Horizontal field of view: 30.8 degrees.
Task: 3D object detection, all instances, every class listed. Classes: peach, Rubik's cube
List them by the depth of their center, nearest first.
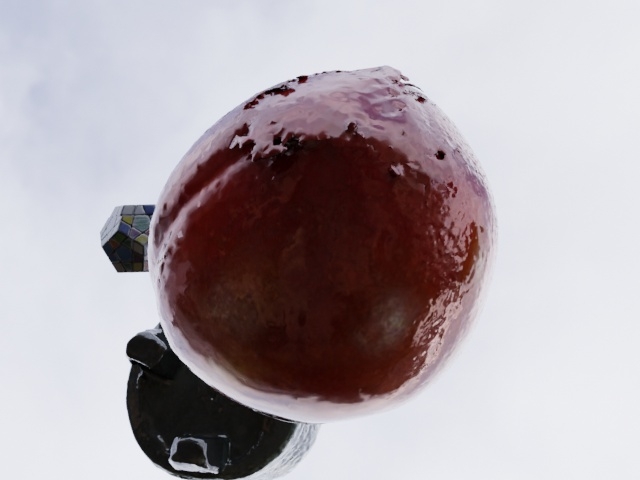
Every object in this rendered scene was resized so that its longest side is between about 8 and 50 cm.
[{"bbox_3d":[0.000,0.000,1.153,0.370,0.370,0.370,8,-69,21],"label":"peach"},{"bbox_3d":[-0.245,-0.002,1.575,0.111,0.111,0.093,0,-89,23],"label":"Rubik's cube"}]

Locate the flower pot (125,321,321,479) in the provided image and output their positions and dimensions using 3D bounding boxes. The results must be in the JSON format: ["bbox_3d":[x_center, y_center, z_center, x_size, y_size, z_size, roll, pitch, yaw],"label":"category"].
[{"bbox_3d":[-0.145,0.218,1.753,0.299,0.283,0.299,-4,-105,16],"label":"flower pot"}]
